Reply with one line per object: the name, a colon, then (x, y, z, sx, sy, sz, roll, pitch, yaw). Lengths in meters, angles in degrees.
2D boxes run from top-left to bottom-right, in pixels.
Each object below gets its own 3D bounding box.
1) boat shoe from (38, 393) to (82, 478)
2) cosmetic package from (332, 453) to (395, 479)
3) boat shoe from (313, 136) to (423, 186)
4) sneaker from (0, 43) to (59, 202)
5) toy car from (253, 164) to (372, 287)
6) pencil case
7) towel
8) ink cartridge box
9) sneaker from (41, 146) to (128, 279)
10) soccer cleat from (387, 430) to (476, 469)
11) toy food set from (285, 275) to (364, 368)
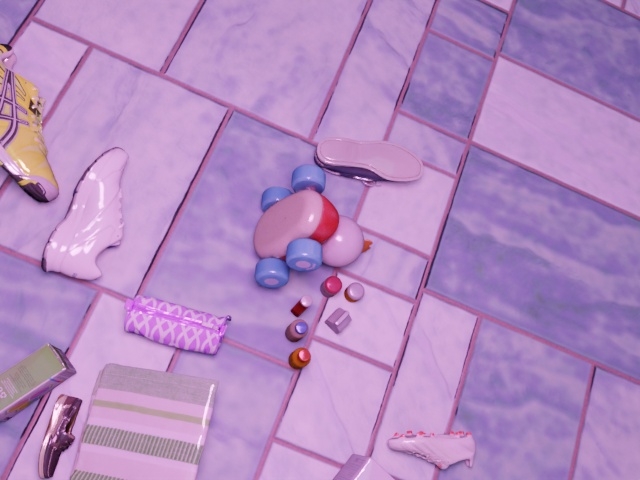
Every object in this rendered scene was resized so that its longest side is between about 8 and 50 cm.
boat shoe: (-0.487, 0.368, 1.110, 0.049, 0.056, 0.152, 8, 72, -4)
cosmetic package: (0.089, 0.573, 1.127, 0.224, 0.138, 0.225, 43, 69, 3)
boat shoe: (0.110, -0.178, 1.384, 0.254, 0.079, 0.095, 5, 75, -8)
sneaker: (-0.632, -0.255, 1.218, 0.147, 0.145, 0.385, -31, 84, -18)
toy car: (0.000, 0.000, 1.280, 0.238, 0.210, 0.219, 25, 53, -33)
pencil case: (-0.289, 0.170, 1.193, 0.206, 0.088, 0.086, 14, 69, -7)
towel: (-0.341, 0.406, 1.105, 0.247, 0.038, 0.325, 7, 70, 11)
ink cartridge box: (-0.568, 0.280, 1.091, 0.209, 0.109, 0.062, -35, 83, -19)
sneaker: (-0.462, -0.054, 1.229, 0.129, 0.111, 0.297, 26, 74, -20)
soccer cleat: (0.235, 0.439, 1.237, 0.196, 0.068, 0.076, 5, 76, -13)
toy food set: (0.003, 0.156, 1.249, 0.111, 0.104, 0.232, 45, 71, 4)
